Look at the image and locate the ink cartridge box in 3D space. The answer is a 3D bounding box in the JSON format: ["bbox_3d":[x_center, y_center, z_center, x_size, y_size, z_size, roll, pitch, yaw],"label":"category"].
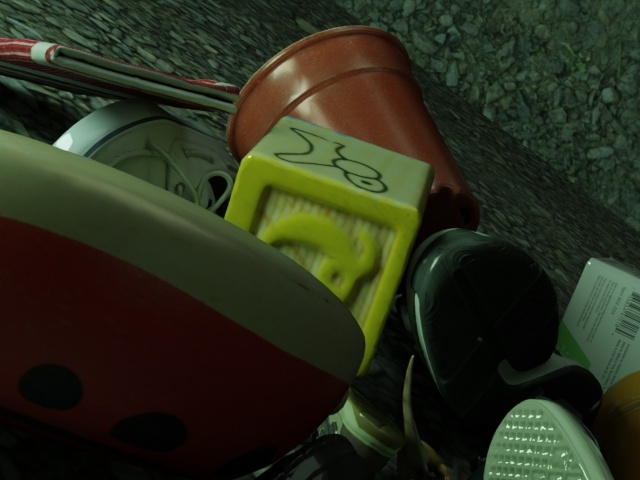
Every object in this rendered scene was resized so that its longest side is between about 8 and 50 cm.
[{"bbox_3d":[0.455,0.166,1.766,0.273,0.198,0.115,27,11,25],"label":"ink cartridge box"}]

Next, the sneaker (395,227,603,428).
[{"bbox_3d":[0.144,0.087,1.509,0.257,0.169,0.447,38,-8,38],"label":"sneaker"}]

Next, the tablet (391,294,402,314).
[{"bbox_3d":[0.103,0.081,1.743,0.054,0.006,0.083,34,19,-9],"label":"tablet"}]

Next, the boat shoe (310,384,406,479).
[{"bbox_3d":[0.024,0.181,1.257,0.080,0.073,0.223,38,-1,-7],"label":"boat shoe"}]

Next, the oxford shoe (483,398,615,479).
[{"bbox_3d":[0.272,0.336,1.180,0.130,0.169,0.449,8,39,-32],"label":"oxford shoe"}]

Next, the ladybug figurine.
[{"bbox_3d":[-0.169,0.059,0.952,0.449,0.162,0.305,24,-20,-23],"label":"ladybug figurine"}]

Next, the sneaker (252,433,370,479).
[{"bbox_3d":[-0.027,0.242,1.009,0.130,0.109,0.286,50,27,9],"label":"sneaker"}]

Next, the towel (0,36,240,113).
[{"bbox_3d":[-0.268,-0.183,1.389,0.237,0.037,0.329,10,2,-43],"label":"towel"}]

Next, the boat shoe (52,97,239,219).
[{"bbox_3d":[-0.158,-0.044,1.408,0.156,0.136,0.367,45,10,12],"label":"boat shoe"}]

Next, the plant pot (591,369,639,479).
[{"bbox_3d":[0.422,0.284,1.571,0.205,0.205,0.188,34,34,-9],"label":"plant pot"}]

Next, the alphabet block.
[{"bbox_3d":[0.000,0.000,1.393,0.192,0.193,0.197,18,18,4],"label":"alphabet block"}]

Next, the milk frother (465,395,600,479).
[{"bbox_3d":[0.219,0.228,1.398,0.129,0.135,0.143,26,21,-33],"label":"milk frother"}]

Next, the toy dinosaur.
[{"bbox_3d":[0.092,0.211,1.274,0.211,0.064,0.112,78,-12,-60],"label":"toy dinosaur"}]

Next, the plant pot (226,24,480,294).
[{"bbox_3d":[0.056,-0.086,1.696,0.272,0.272,0.265,15,36,-48],"label":"plant pot"}]
